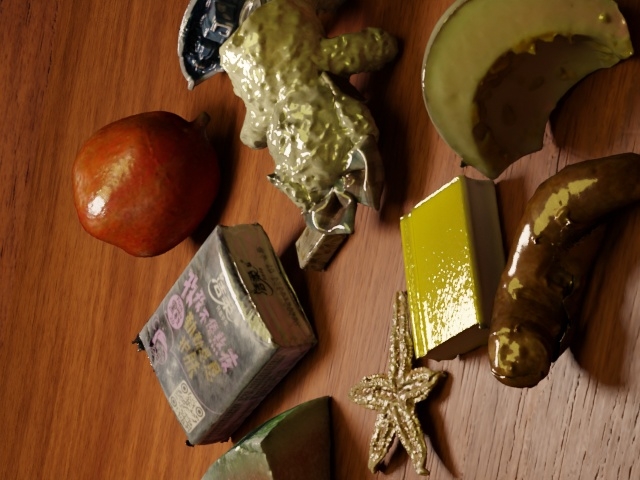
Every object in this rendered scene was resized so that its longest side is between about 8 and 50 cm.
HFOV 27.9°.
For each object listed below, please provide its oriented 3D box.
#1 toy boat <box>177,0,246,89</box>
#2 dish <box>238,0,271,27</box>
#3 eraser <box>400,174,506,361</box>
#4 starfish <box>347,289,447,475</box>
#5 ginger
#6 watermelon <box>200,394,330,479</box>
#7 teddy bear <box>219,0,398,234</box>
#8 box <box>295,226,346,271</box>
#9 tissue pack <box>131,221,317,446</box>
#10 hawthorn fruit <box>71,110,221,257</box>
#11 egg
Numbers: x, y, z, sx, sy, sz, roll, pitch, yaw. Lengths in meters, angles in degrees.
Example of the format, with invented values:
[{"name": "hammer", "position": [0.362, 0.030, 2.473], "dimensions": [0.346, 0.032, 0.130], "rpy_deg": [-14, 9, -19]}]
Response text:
[{"name": "toy boat", "position": [-0.200, -0.419, 2.482], "dimensions": [0.142, 0.129, 0.309], "rpy_deg": [-93, 26, -50]}, {"name": "dish", "position": [-0.086, -0.395, 2.316], "dimensions": [0.228, 0.086, 0.236], "rpy_deg": [-7, 76, 61]}, {"name": "eraser", "position": [0.180, 0.039, 1.730], "dimensions": [0.158, 0.069, 0.226], "rpy_deg": [-39, 49, 53]}, {"name": "starfish", "position": [0.099, 0.220, 1.852], "dimensions": [0.231, 0.048, 0.295], "rpy_deg": [-45, 44, 48]}, {"name": "ginger", "position": [0.278, 0.025, 1.522], "dimensions": [0.133, 0.107, 0.309], "rpy_deg": [-125, 53, -70]}, {"name": "watermelon", "position": [-0.086, 0.397, 2.031], "dimensions": [0.264, 0.151, 0.302], "rpy_deg": [-44, 45, 47]}, {"name": "teddy bear", "position": [0.011, -0.221, 2.066], "dimensions": [0.327, 0.362, 0.375], "rpy_deg": [-40, 2, 28]}, {"name": "box", "position": [0.000, 0.000, 2.095], "dimensions": [0.098, 0.045, 0.062], "rpy_deg": [-58, 35, 38]}, {"name": "tissue pack", "position": [-0.170, 0.168, 2.235], "dimensions": [0.361, 0.122, 0.259], "rpy_deg": [-51, 59, 41]}, {"name": "hawthorn fruit", "position": [-0.339, -0.109, 2.530], "dimensions": [0.311, 0.295, 0.295], "rpy_deg": [-12, 70, 35]}, {"name": "egg", "position": [0.239, -0.231, 1.587], "dimensions": [0.271, 0.206, 0.162], "rpy_deg": [-54, 6, 26]}]
